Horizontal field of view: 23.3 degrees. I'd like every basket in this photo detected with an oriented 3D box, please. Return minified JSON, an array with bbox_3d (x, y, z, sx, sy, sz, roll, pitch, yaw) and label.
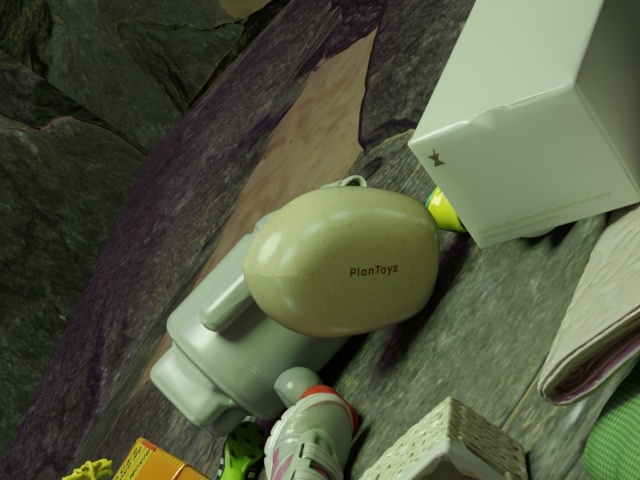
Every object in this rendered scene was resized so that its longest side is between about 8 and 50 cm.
[{"bbox_3d":[0.110,0.246,1.491,0.167,0.113,0.103,-47,16,26],"label":"basket"}]

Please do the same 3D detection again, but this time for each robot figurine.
[{"bbox_3d":[-0.065,0.099,2.094,0.353,0.200,0.300,-47,-20,0],"label":"robot figurine"}]

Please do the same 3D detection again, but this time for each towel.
[{"bbox_3d":[0.343,-0.026,1.371,0.317,0.053,0.332,-42,8,40],"label":"towel"}]

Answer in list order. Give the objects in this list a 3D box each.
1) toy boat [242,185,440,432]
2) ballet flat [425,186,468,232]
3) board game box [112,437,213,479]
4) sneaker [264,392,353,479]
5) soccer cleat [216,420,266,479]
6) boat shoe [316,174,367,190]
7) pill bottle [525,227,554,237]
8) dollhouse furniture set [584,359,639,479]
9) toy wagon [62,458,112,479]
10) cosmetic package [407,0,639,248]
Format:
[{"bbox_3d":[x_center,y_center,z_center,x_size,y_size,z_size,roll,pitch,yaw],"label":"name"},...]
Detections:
[{"bbox_3d":[0.009,0.084,1.932,0.148,0.267,0.318,28,112,57],"label":"toy boat"},{"bbox_3d":[0.221,-0.108,1.979,0.231,0.077,0.077,-58,37,1],"label":"ballet flat"},{"bbox_3d":[-0.055,0.412,1.187,0.356,0.356,0.356,-58,16,-10],"label":"board game box"},{"bbox_3d":[-0.015,0.293,1.807,0.111,0.103,0.252,-18,46,58],"label":"sneaker"},{"bbox_3d":[-0.118,0.321,2.107,0.179,0.060,0.072,-74,12,-47],"label":"soccer cleat"},{"bbox_3d":[0.000,0.000,2.327,0.096,0.098,0.277,-39,21,46],"label":"boat shoe"},{"bbox_3d":[0.215,-0.069,1.807,0.117,0.117,0.208,-54,16,5],"label":"pill bottle"},{"bbox_3d":[0.210,0.183,1.254,0.301,0.151,0.197,-55,16,-1],"label":"dollhouse furniture set"},{"bbox_3d":[-0.159,0.378,1.565,0.267,0.344,0.068,-27,-2,-36],"label":"toy wagon"},{"bbox_3d":[0.249,-0.180,1.612,0.197,0.155,0.365,-17,32,36],"label":"cosmetic package"}]
